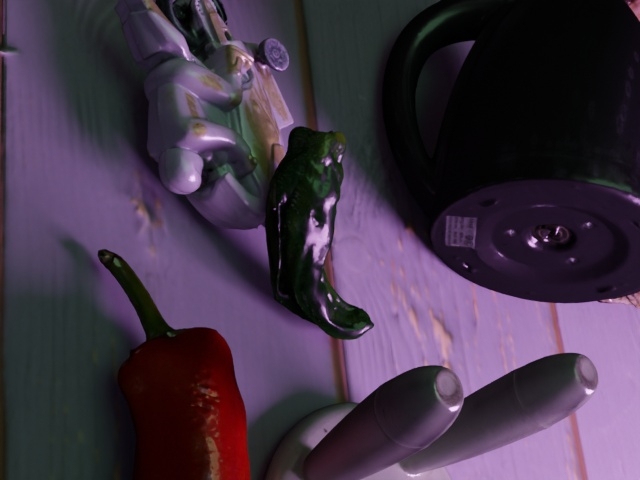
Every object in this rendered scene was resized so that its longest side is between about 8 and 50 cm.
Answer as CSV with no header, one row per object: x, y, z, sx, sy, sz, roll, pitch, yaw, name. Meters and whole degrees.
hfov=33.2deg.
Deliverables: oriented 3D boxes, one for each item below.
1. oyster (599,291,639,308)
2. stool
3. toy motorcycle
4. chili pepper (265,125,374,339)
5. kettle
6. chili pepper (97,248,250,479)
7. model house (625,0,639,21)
0.288,-0.042,1.107,0.223,0.083,0.214,25,53,-22,oyster
0.084,0.190,0.737,0.195,0.199,0.195,0,71,-39,stool
-0.081,-0.091,0.816,0.151,0.074,0.228,-39,106,-49,toy motorcycle
-0.004,0.005,0.809,0.073,0.050,0.182,-31,125,-38,chili pepper
0.188,-0.118,0.979,0.269,0.207,0.290,8,62,4,kettle
-0.108,0.176,0.656,0.137,0.092,0.368,20,54,-19,chili pepper
0.409,-0.217,1.218,0.166,0.183,0.172,-35,92,-43,model house
